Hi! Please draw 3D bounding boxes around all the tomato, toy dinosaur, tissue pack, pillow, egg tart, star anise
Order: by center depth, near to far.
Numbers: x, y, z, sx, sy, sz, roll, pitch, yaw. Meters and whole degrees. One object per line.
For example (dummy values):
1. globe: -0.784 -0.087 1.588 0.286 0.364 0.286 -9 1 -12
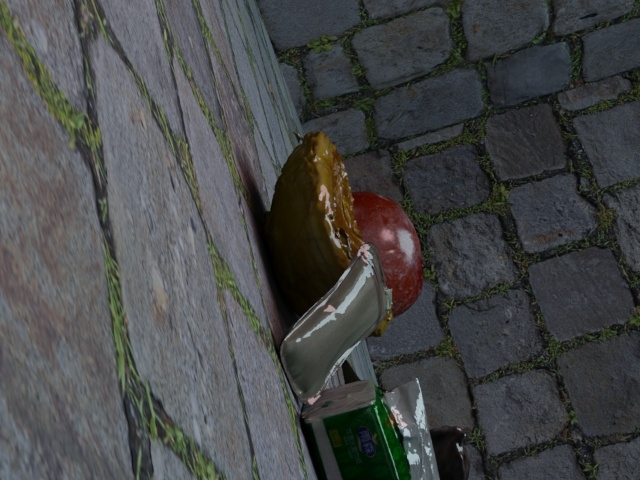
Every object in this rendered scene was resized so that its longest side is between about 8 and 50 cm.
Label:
1. tissue pack: 0.078 0.295 1.451 0.148 0.156 0.209 -52 126 -83
2. pillow: 0.024 0.109 1.457 0.232 0.038 0.130 -46 135 -37
3. egg tart: 0.000 0.000 1.670 0.351 0.153 0.339 -94 166 -75
4. star anise: 0.138 0.424 1.679 0.316 0.139 0.359 -23 132 -61
5. tomato: 0.080 0.037 2.218 0.270 0.227 0.270 162 -90 -73
6. toy dinosaur: 0.062 0.336 2.221 0.179 0.087 0.187 -1 -89 56
